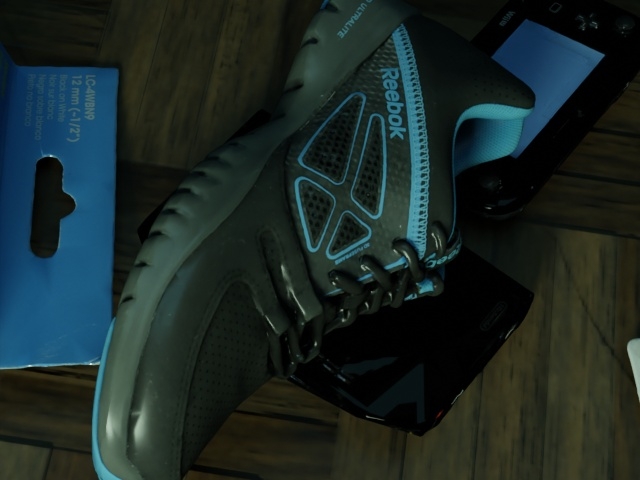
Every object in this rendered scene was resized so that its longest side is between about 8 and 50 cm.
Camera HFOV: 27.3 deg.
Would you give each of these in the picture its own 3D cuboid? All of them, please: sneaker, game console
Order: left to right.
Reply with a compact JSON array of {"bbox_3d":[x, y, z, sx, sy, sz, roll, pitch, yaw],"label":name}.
[{"bbox_3d":[0.000,0.000,0.713,0.140,0.125,0.340,29,65,8],"label":"sneaker"},{"bbox_3d":[0.073,-0.052,0.841,0.213,0.044,0.361,35,63,16],"label":"game console"}]

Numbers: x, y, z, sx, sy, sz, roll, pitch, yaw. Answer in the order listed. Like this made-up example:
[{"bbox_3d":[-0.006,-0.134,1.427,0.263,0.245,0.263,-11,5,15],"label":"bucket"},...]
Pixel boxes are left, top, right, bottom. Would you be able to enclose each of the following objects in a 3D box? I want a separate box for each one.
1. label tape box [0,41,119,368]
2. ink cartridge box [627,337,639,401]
[{"bbox_3d":[-0.288,-0.060,0.746,0.348,0.115,0.249,3,51,-10],"label":"label tape box"},{"bbox_3d":[0.289,0.086,0.757,0.198,0.067,0.115,-4,60,-6],"label":"ink cartridge box"}]
